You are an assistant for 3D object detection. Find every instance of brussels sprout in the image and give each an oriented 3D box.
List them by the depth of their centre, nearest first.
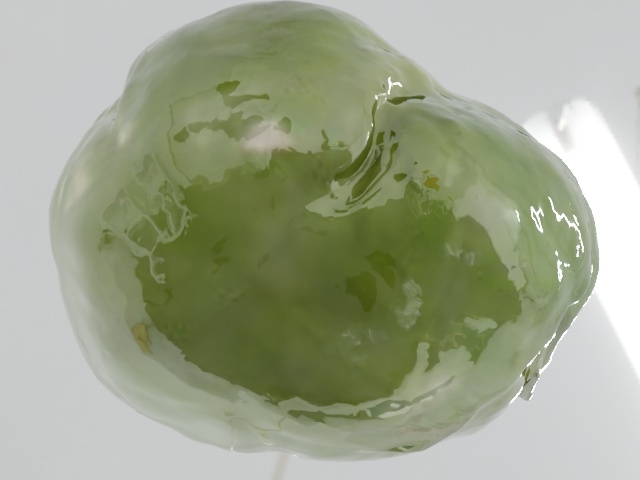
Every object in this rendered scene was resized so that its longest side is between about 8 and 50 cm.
[{"bbox_3d":[-0.009,-0.002,0.877,0.274,0.316,0.242,10,-94,-25],"label":"brussels sprout"}]
